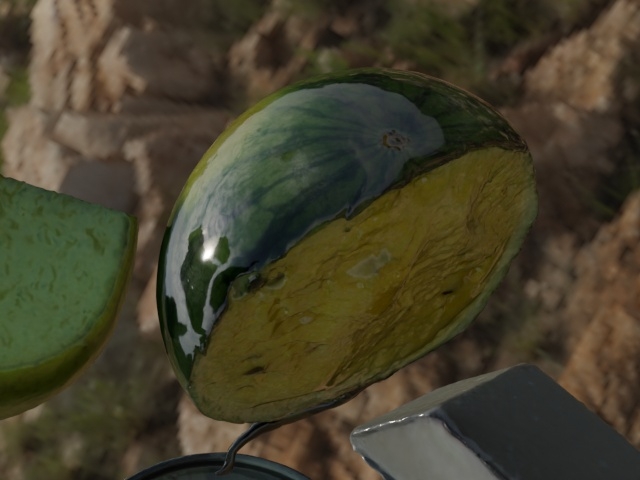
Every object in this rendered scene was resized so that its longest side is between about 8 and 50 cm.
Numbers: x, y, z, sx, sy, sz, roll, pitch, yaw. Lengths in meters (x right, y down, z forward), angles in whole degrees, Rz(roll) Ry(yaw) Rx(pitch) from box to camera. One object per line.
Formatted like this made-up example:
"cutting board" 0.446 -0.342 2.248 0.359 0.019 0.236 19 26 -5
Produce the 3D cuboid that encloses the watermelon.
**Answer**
"watermelon" 0.002 -0.004 0.916 0.204 0.232 0.127 -31 67 -11

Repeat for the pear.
"pear" -0.368 0.051 1.651 0.318 0.342 0.238 143 143 -64

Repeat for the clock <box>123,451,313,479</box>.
"clock" -0.093 0.349 1.669 0.067 0.325 0.325 117 169 -70

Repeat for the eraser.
"eraser" 0.176 0.193 1.135 0.352 0.111 0.077 41 129 27
